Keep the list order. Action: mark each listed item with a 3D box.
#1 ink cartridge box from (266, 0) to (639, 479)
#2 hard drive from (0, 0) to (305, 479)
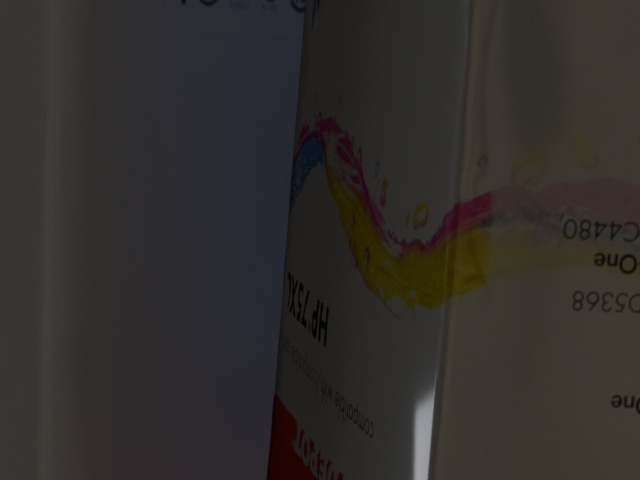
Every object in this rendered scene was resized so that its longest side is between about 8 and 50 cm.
[{"bbox_3d":[0.042,0.002,0.401,0.078,0.134,0.231,3,-83,-13],"label":"ink cartridge box"},{"bbox_3d":[0.000,0.000,0.523,0.040,0.210,0.319,5,-85,42],"label":"hard drive"}]
